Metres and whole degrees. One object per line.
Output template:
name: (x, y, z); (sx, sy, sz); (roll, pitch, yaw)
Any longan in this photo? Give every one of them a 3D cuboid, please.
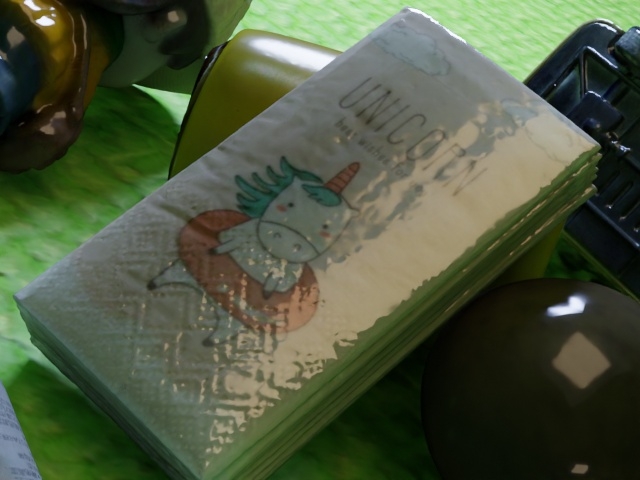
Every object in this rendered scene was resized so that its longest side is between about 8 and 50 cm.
longan: (0.149, 0.112, 0.922); (0.184, 0.159, 0.204); (25, 23, -10)

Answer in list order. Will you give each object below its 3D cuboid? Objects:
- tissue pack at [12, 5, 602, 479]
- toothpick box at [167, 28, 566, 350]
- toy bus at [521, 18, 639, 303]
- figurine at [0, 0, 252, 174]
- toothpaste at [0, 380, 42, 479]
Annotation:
tissue pack: (0.000, 0.000, 0.915); (0.325, 0.071, 0.170); (-39, 63, -23)
toothpick box: (0.029, -0.039, 1.080); (0.271, 0.175, 0.175); (23, 27, 4)
toy bus: (0.304, -0.004, 1.224); (0.365, 0.177, 0.202); (48, 8, 33)
figurine: (-0.176, -0.175, 1.106); (0.185, 0.204, 0.332); (35, 29, 13)
toothpaste: (-0.191, 0.101, 0.767); (0.114, 0.073, 0.299); (5, 40, -36)
